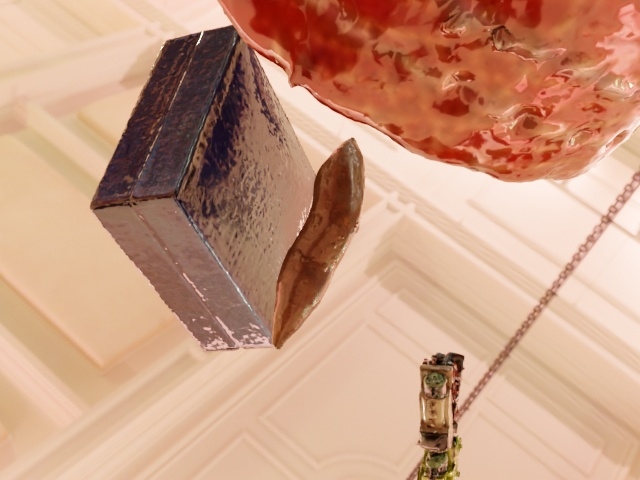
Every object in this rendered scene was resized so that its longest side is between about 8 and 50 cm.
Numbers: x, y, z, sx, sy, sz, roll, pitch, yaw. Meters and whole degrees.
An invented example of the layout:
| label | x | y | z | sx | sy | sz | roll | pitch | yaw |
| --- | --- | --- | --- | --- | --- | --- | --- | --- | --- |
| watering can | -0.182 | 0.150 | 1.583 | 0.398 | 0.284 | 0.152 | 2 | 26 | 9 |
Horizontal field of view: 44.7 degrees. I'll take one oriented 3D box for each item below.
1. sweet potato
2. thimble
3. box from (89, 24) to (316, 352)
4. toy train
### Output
| label | x | y | z | sx | sy | sz | roll | pitch | yaw |
| --- | --- | --- | --- | --- | --- | --- | --- | --- | --- |
| sweet potato | 0.002 | -0.001 | 0.724 | 0.051 | 0.065 | 0.218 | 29 | -109 | -25 |
| thimble | 0.111 | -0.209 | 0.493 | 0.350 | 0.230 | 0.350 | 20 | -140 | -18 |
| box | -0.113 | -0.058 | 0.899 | 0.116 | 0.261 | 0.279 | -5 | -132 | 21 |
| toy train | 0.144 | 0.248 | 0.948 | 0.053 | 0.249 | 0.085 | 5 | -151 | 17 |
